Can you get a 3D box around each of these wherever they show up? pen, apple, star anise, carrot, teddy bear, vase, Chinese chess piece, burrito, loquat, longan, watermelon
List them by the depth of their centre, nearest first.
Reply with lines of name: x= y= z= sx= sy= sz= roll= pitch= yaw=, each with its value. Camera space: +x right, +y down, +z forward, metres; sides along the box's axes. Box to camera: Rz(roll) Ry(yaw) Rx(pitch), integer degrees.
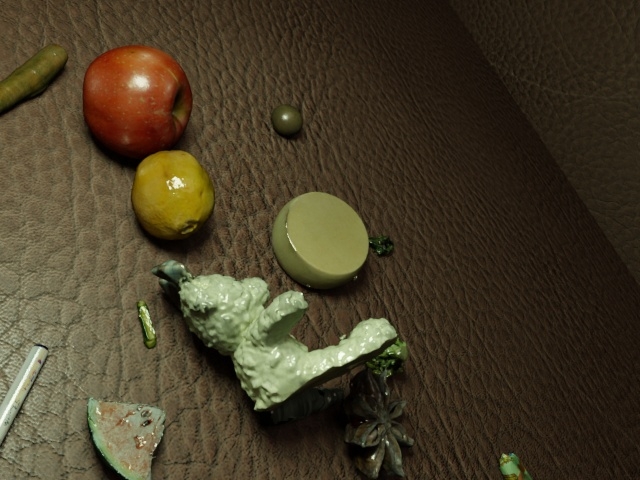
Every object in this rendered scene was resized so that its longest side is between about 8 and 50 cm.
pen: x=-0.516 y=0.293 z=0.820 sx=0.033 sy=0.033 sz=0.269 roll=26 pitch=46 yaw=-18
watermelon: x=-0.334 y=0.347 z=0.892 sx=0.187 sy=0.071 sz=0.139 roll=50 pitch=37 yaw=18
teddy bear: x=-0.097 y=0.141 z=1.038 sx=0.375 sy=0.327 sz=0.362 roll=-25 pitch=73 yaw=-15
vase: x=-0.034 y=0.357 z=1.104 sx=0.211 sy=0.060 sz=0.060 roll=-1 pitch=60 yaw=-38
star anise: x=0.112 y=0.412 z=1.138 sx=0.223 sy=0.109 sz=0.236 roll=64 pitch=28 yaw=-11
loquat: x=-0.339 y=-0.107 z=1.143 sx=0.234 sy=0.187 sz=0.176 roll=64 pitch=4 yaw=31
carrot: x=-0.695 y=-0.344 z=1.147 sx=0.070 sy=0.070 sz=0.342 roll=33 pitch=51 yaw=-11
apple: x=-0.427 y=-0.329 z=1.192 sx=0.217 sy=0.260 sz=0.260 roll=15 pitch=46 yaw=4
burrito: x=0.567 y=0.677 z=1.309 sx=0.104 sy=0.054 sz=0.288 roll=-14 pitch=66 yaw=-44
Chinese chess piece: x=0.000 y=0.000 z=1.345 sx=0.273 sy=0.102 sz=0.273 roll=14 pitch=57 yaw=-23
longan: x=-0.104 y=-0.377 z=1.582 sx=0.113 sy=0.092 sz=0.113 roll=27 pitch=22 yaw=-11

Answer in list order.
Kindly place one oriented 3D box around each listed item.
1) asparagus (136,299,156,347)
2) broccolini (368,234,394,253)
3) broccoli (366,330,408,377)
asparagus: x=-0.359 y=0.167 z=1.035 sx=0.025 sy=0.021 sz=0.108 roll=-5 pitch=62 yaw=-37
broccolini: x=0.105 y=0.003 z=1.500 sx=0.254 sy=0.071 sz=0.057 roll=6 pitch=97 yaw=-25
broccoli: x=0.163 y=0.280 z=1.262 sx=0.130 sy=0.120 sz=0.131 roll=5 pitch=81 yaw=-42
